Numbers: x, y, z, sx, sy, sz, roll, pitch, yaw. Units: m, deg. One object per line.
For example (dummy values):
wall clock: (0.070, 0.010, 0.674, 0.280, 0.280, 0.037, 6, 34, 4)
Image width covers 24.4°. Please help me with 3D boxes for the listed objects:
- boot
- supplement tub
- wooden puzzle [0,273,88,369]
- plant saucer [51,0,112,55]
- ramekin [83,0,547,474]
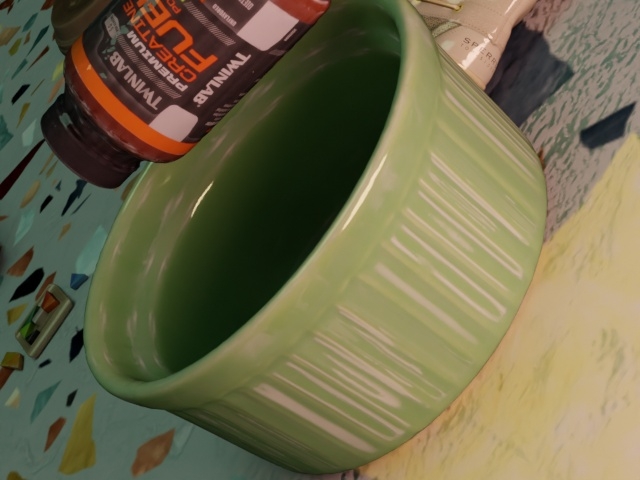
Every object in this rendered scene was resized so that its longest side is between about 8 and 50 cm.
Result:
boot: (0.100, -0.197, 1.096, 0.165, 0.077, 0.213, -53, 32, 4)
supplement tub: (-0.093, -0.122, 0.954, 0.198, 0.106, 0.106, -44, 29, 20)
wooden puzzle: (-0.272, 0.077, 1.439, 0.116, 0.014, 0.078, -59, 27, -10)
plant saucer: (-0.259, -0.358, 1.898, 0.278, 0.041, 0.278, -39, 30, 28)
ramekin: (0.000, 0.000, 0.946, 0.303, 0.148, 0.303, -38, 31, 28)
